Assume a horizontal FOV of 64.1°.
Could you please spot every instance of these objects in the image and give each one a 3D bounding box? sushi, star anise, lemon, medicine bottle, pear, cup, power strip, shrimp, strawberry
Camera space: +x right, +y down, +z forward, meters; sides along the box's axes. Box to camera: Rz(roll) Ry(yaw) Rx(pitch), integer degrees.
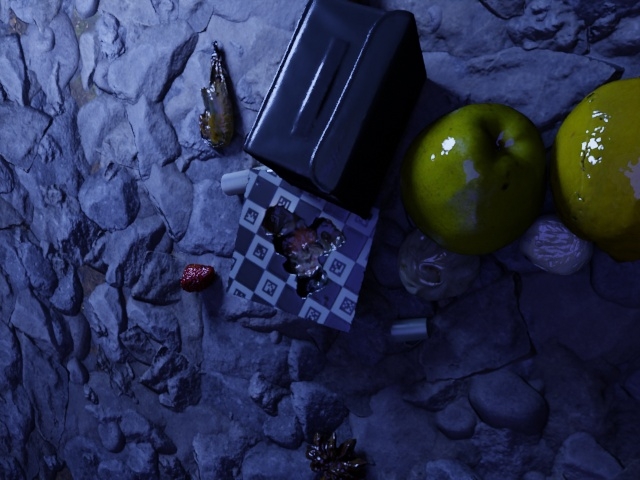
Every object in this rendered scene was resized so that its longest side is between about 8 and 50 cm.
[{"bbox_3d":[-0.036,0.016,1.203,0.340,0.069,0.319,13,95,21],"label":"sushi"},{"bbox_3d":[0.066,0.573,1.293,0.234,0.073,0.177,13,113,15],"label":"star anise"},{"bbox_3d":[0.528,-0.119,0.847,0.298,0.297,0.296,4,101,24],"label":"lemon"},{"bbox_3d":[-0.136,-0.156,1.264,0.231,0.059,0.059,-7,96,26],"label":"medicine bottle"},{"bbox_3d":[0.282,-0.111,0.964,0.295,0.294,0.293,4,101,24],"label":"pear"},{"bbox_3d":[0.209,0.214,1.173,0.084,0.054,0.074,-9,94,23],"label":"cup"},{"bbox_3d":[0.000,0.000,1.237,0.137,0.044,0.215,35,111,15],"label":"power strip"},{"bbox_3d":[-0.282,-0.365,1.292,0.117,0.066,0.261,-7,94,25],"label":"shrimp"},{"bbox_3d":[-0.332,0.099,1.391,0.097,0.083,0.083,-26,88,19],"label":"strawberry"}]

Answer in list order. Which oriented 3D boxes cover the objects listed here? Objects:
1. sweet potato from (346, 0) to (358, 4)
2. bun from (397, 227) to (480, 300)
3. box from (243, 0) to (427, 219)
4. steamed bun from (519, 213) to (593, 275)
[{"bbox_3d":[-0.019,-0.636,1.110,0.341,0.092,0.114,52,131,9],"label":"sweet potato"},{"bbox_3d":[0.245,0.047,1.102,0.184,0.102,0.183,3,97,24],"label":"bun"},{"bbox_3d":[0.042,-0.251,1.017,0.205,0.251,0.344,24,90,20],"label":"box"},{"bbox_3d":[0.462,0.003,1.000,0.130,0.091,0.112,29,114,14],"label":"steamed bun"}]
